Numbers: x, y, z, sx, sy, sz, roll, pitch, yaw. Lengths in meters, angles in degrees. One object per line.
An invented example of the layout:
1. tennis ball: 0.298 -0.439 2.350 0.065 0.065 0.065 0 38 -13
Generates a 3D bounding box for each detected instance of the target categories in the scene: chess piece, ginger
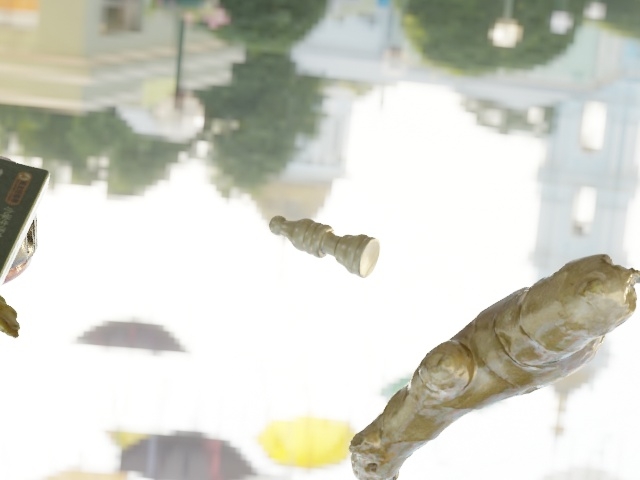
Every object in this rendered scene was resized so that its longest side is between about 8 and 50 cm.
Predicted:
1. chess piece: 0.000 0.000 1.569 0.092 0.035 0.035 20 -165 25
2. ginger: 0.132 0.099 1.535 0.333 0.081 0.148 -37 175 31

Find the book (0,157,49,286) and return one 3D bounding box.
1. book: -0.389 -0.030 1.715 0.264 0.027 0.202 15 -143 0

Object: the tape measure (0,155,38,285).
1. tape measure: -0.397 -0.021 1.896 0.260 0.114 0.253 3 -163 16

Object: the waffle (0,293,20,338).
1. waffle: -0.279 0.047 1.483 0.032 0.125 0.191 -24 -123 -32
